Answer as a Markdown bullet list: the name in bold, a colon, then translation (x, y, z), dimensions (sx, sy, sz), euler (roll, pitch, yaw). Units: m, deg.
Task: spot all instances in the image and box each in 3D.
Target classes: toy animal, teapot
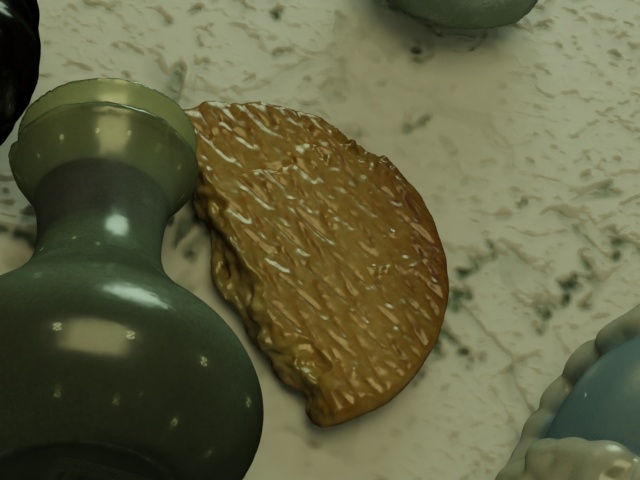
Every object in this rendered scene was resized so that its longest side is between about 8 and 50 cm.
- **toy animal**: translation (0.209, 0.141, 0.955), dimensions (0.208, 0.156, 0.204), euler (33, 54, 11)
- **teapot**: translation (-0.123, 0.033, 0.934), dimensions (0.183, 0.183, 0.251), euler (7, 48, -10)

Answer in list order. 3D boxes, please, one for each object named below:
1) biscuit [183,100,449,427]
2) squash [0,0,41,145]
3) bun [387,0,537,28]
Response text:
- **biscuit**: translation (0.000, 0.001, 1.056), dimensions (0.144, 0.033, 0.224), euler (-22, 68, -27)
- **squash**: translation (-0.253, -0.123, 0.997), dimensions (0.193, 0.156, 0.193), euler (5, 79, -26)
- **bun**: translation (0.087, -0.200, 1.170), dimensions (0.140, 0.083, 0.141), euler (11, 60, -19)
